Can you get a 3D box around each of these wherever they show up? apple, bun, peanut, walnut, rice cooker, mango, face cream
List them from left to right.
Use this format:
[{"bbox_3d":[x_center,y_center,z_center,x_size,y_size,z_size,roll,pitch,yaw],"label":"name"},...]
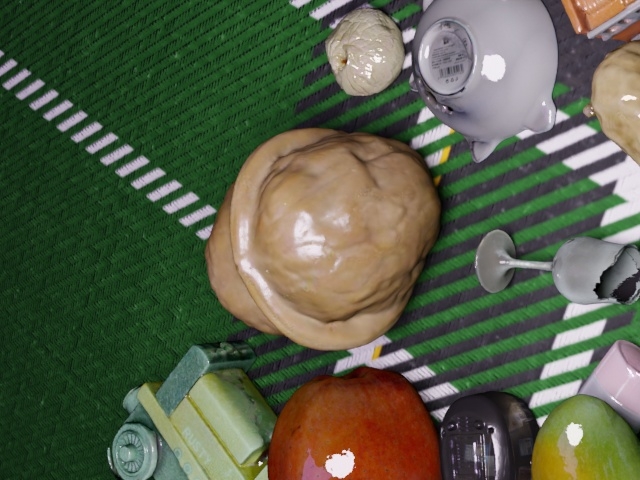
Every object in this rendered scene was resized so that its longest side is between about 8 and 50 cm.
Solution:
[{"bbox_3d":[0.000,0.000,1.915,0.296,0.285,0.285,-22,79,50],"label":"walnut"},{"bbox_3d":[0.042,0.275,1.937,0.234,0.234,0.234,7,99,44],"label":"apple"},{"bbox_3d":[0.052,-0.242,1.968,0.115,0.069,0.115,5,97,43],"label":"bun"},{"bbox_3d":[0.205,0.264,1.851,0.112,0.106,0.165,-12,76,41],"label":"rice cooker"},{"bbox_3d":[0.321,0.210,1.763,0.084,0.057,0.198,47,123,27],"label":"face cream"},{"bbox_3d":[0.316,0.290,1.696,0.156,0.114,0.251,-25,104,29],"label":"mango"},{"bbox_3d":[0.417,-0.108,1.576,0.291,0.159,0.143,23,77,31],"label":"peanut"}]

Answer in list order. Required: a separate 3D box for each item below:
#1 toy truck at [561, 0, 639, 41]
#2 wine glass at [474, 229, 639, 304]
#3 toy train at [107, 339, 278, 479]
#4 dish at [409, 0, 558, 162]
[{"bbox_3d":[0.403,-0.354,1.527,0.387,0.173,0.207,-31,67,43],"label":"toy truck"},{"bbox_3d":[0.276,0.032,1.770,0.195,0.079,0.079,5,98,46],"label":"wine glass"},{"bbox_3d":[-0.132,0.323,2.164,0.397,0.160,0.253,52,121,27],"label":"toy train"},{"bbox_3d":[0.173,-0.207,1.839,0.236,0.086,0.228,29,114,40],"label":"dish"}]
